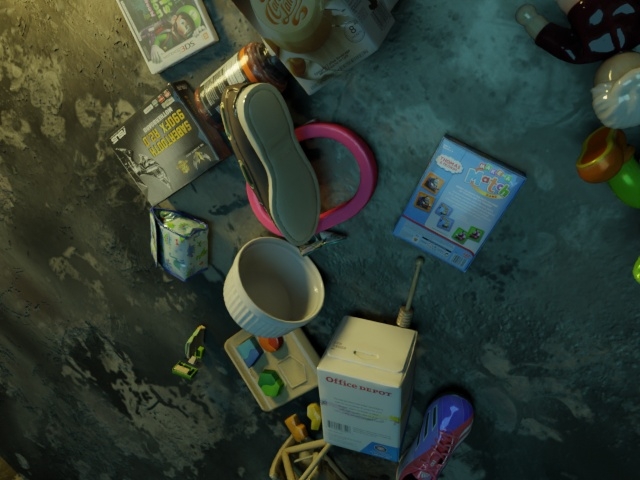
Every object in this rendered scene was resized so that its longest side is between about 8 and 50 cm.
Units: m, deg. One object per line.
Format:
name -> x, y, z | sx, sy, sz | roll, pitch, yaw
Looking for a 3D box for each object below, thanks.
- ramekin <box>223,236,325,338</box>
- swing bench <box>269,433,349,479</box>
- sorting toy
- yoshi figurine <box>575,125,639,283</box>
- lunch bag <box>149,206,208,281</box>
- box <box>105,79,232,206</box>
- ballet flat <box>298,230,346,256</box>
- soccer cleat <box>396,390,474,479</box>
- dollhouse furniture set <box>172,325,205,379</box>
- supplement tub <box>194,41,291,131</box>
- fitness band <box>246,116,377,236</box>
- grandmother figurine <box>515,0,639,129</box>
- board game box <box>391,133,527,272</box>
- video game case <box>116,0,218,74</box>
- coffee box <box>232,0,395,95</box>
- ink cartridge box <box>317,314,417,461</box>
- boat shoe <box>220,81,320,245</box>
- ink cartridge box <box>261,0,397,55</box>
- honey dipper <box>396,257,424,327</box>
ramekin -> -0.104, 0.107, 1.042 | 0.207, 0.207, 0.109 | 43, 131, -1
swing bench -> 0.023, 0.606, 1.186 | 0.253, 0.165, 0.254 | 49, 153, -5
sorting toy -> -0.090, 0.331, 1.190 | 0.229, 0.041, 0.307 | -37, 83, 30
yoshi figurine -> 0.536, -0.018, 0.690 | 0.362, 0.203, 0.203 | 44, 87, -11
lunch bag -> -0.342, 0.004, 1.153 | 0.151, 0.096, 0.129 | 26, 124, 25
box -> -0.331, -0.204, 1.068 | 0.231, 0.056, 0.183 | -26, 102, 30
ballet flat -> 0.000, 0.000, 1.042 | 0.114, 0.041, 0.041 | -23, 104, 27
soccer cleat -> 0.255, 0.476, 1.114 | 0.108, 0.116, 0.318 | 26, 120, 9
dollhouse furniture set -> -0.348, 0.289, 1.291 | 0.058, 0.076, 0.152 | 19, 120, 12
supplement tub -> -0.135, -0.294, 0.920 | 0.197, 0.106, 0.106 | -27, 101, 29
fitness band -> -0.026, -0.118, 0.988 | 0.290, 0.054, 0.209 | -23, 104, 30
grandmother figurine -> 0.373, -0.315, 0.645 | 0.207, 0.104, 0.343 | -16, 83, 42
board game box -> 0.249, -0.065, 0.911 | 0.160, 0.039, 0.212 | 29, 121, 7
video game case -> -0.308, -0.449, 0.965 | 0.173, 0.022, 0.190 | -15, 107, 27
coffee box -> -0.032, -0.344, 0.669 | 0.141, 0.098, 0.246 | -21, 122, 43
ink cartridge box -> 0.105, 0.312, 1.052 | 0.171, 0.168, 0.233 | 9, 125, 18
boat shoe -> -0.090, -0.134, 0.911 | 0.096, 0.116, 0.324 | 22, 143, 43
ink cartridge box -> -0.036, -0.463, 0.723 | 0.226, 0.131, 0.306 | -5, 132, 34
honey dipper -> 0.188, 0.108, 1.022 | 0.030, 0.030, 0.161 | 16, 117, 14
